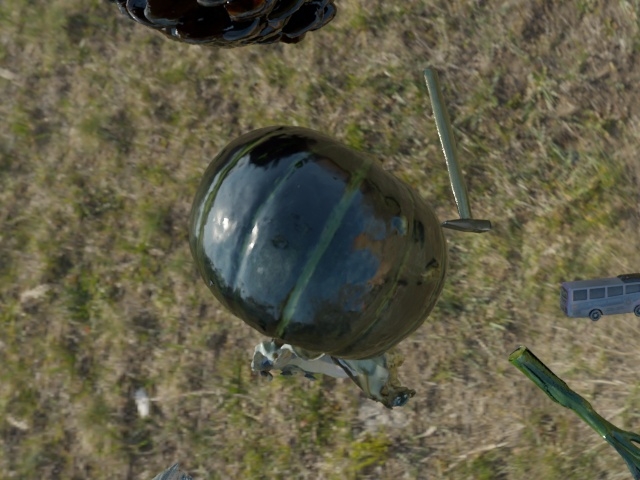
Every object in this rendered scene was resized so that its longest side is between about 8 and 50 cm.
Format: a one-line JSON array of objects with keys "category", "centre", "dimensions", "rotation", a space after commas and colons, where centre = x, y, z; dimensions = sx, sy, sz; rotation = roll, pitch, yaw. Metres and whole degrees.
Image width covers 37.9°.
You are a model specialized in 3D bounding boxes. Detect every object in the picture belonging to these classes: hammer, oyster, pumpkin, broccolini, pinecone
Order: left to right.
[{"category": "pinecone", "centre": [-0.121, -0.346, 1.080], "dimensions": [0.298, 0.296, 0.242], "rotation": [13, 100, 3]}, {"category": "pumpkin", "centre": [0.000, 0.000, 1.133], "dimensions": [0.323, 0.323, 0.241], "rotation": [29, 97, 29]}, {"category": "oyster", "centre": [0.034, 0.174, 1.389], "dimensions": [0.238, 0.351, 0.115], "rotation": [8, 89, 28]}, {"category": "hammer", "centre": [0.138, -0.101, 1.021], "dimensions": [0.013, 0.062, 0.199], "rotation": [-38, 57, 52]}, {"category": "broccolini", "centre": [0.174, 0.109, 0.557], "dimensions": [0.140, 0.030, 0.035], "rotation": [43, 82, 10]}]

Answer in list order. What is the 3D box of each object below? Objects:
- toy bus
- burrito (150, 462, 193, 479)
[{"category": "toy bus", "centre": [0.375, 0.071, 1.202], "dimensions": [0.130, 0.037, 0.052], "rotation": [-5, 106, -5]}, {"category": "burrito", "centre": [-0.237, 0.363, 1.190], "dimensions": [0.064, 0.203, 0.064], "rotation": [12, 121, 21]}]
